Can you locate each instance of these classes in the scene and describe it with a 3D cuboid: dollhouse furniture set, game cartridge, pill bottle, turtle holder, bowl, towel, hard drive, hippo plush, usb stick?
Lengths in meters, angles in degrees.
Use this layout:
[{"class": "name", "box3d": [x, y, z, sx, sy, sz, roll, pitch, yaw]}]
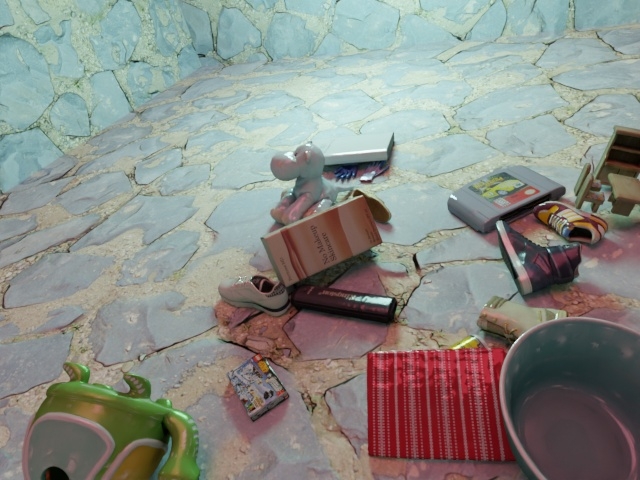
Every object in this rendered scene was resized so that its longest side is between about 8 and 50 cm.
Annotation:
[{"class": "dollhouse furniture set", "box3d": [0.809, -0.177, 1.152, 0.212, 0.161, 0.242, 16, 38, 15]}, {"class": "game cartridge", "box3d": [0.544, -0.134, 1.319, 0.294, 0.060, 0.196, -24, 34, -12]}, {"class": "pill bottle", "box3d": [0.286, 0.247, 0.905, 0.116, 0.065, 0.065, -25, 38, -12]}, {"class": "turtle holder", "box3d": [-0.395, 0.396, 0.848, 0.320, 0.243, 0.227, 23, 55, -14]}, {"class": "bowl", "box3d": [0.421, 0.295, 0.684, 0.312, 0.163, 0.311, -2, 49, 2]}, {"class": "towel", "box3d": [0.225, 0.306, 0.831, 0.275, 0.031, 0.198, -5, 62, 14]}, {"class": "hard drive", "box3d": [0.104, -0.363, 1.744, 0.353, 0.047, 0.233, -2, 30, 18]}, {"class": "hippo plush", "box3d": [-0.043, -0.183, 1.428, 0.294, 0.236, 0.234, -11, 37, 6]}, {"class": "usb stick", "box3d": [0.056, 0.157, 1.116, 0.278, 0.045, 0.077, 5, 42, 25]}]

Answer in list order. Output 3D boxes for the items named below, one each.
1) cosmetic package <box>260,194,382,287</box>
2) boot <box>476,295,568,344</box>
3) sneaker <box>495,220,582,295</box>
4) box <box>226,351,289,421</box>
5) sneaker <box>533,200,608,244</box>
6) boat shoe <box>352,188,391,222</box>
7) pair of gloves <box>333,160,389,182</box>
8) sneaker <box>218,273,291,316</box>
[{"class": "cosmetic package", "box3d": [0.000, 0.000, 1.221, 0.296, 0.153, 0.129, -25, 5, -11]}, {"class": "boot", "box3d": [0.406, 0.203, 0.912, 0.165, 0.077, 0.213, 14, 41, 32]}, {"class": "sneaker", "box3d": [0.536, 0.022, 1.079, 0.164, 0.086, 0.226, -18, 45, 13]}, {"class": "box", "box3d": [-0.142, 0.324, 0.985, 0.094, 0.027, 0.137, -30, 40, -17]}, {"class": "sneaker", "box3d": [0.644, -0.047, 1.156, 0.084, 0.069, 0.185, -33, 39, -31]}, {"class": "boat shoe", "box3d": [0.176, -0.116, 1.413, 0.059, 0.063, 0.170, -7, 40, -40]}, {"class": "pair of gloves", "box3d": [0.154, -0.269, 1.650, 0.198, 0.023, 0.159, 8, 43, 29]}, {"class": "sneaker", "box3d": [-0.187, 0.129, 1.196, 0.235, 0.094, 0.090, 6, 43, 28]}]
